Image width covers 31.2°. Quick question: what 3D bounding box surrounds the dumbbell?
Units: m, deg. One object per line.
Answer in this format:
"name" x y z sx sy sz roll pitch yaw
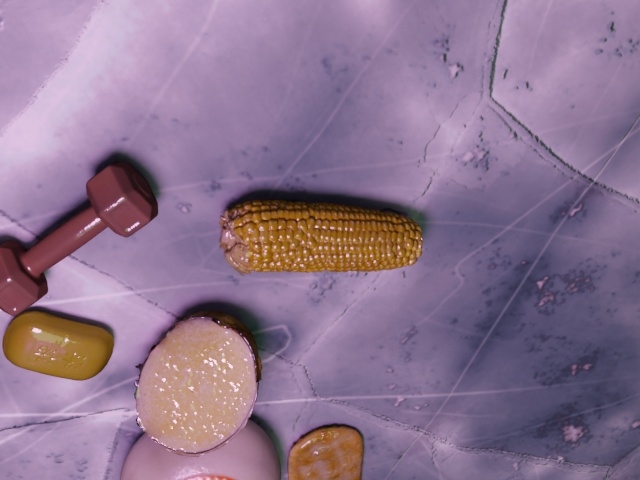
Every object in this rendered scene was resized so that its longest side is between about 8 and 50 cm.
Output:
"dumbbell" -0.300 -0.003 1.358 0.231 0.082 0.092 -34 127 10

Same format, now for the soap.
"soap" -0.337 0.137 1.472 0.140 0.045 0.089 17 115 -25

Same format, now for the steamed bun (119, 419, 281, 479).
"steamed bun" -0.165 0.355 1.608 0.232 0.145 0.232 -7 127 -10

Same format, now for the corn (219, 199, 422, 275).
"corn" 0.002 -0.003 1.431 0.260 0.091 0.091 3 152 -21

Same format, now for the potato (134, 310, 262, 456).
"potato" -0.158 0.183 1.511 0.164 0.081 0.200 26 102 2

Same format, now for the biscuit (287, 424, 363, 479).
"biscuit" 0.007 0.375 1.739 0.118 0.029 0.247 -7 126 -10
